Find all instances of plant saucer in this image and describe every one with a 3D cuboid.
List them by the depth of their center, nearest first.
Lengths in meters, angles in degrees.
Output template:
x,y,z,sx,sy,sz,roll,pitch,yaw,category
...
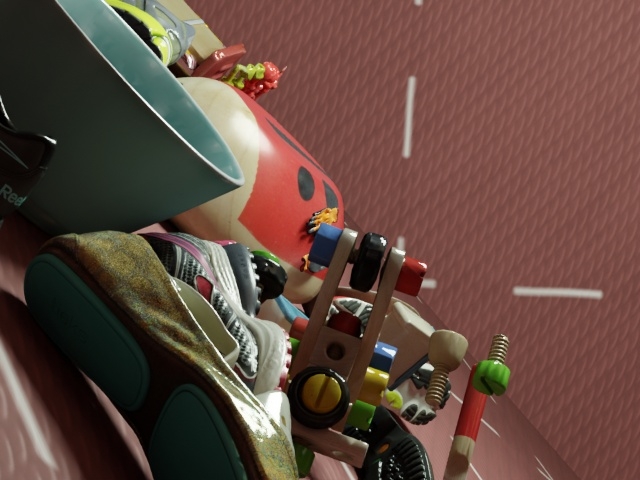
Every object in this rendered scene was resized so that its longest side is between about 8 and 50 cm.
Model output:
x,y,z,sx,sy,sz,roll,pitch,yaw,category
0.052,0.107,2.396,0.169,0.029,0.168,10,-20,4,plant saucer

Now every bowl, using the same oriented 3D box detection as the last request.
x,y,z,sx,sy,sz,roll,pitch,yaw,category
-0.232,-0.118,1.603,0.311,0.163,0.311,48,7,-8,bowl

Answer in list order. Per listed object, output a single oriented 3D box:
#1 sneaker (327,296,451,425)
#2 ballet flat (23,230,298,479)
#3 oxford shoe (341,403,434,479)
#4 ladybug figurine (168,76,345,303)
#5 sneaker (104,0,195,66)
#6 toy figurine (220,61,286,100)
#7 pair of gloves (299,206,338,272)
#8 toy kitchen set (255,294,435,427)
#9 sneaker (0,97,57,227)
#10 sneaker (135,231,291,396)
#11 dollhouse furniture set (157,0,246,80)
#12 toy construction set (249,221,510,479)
x,y,z,sx,sy,sz,roll,pitch,yaw,category
0.062,0.160,2.354,0.118,0.107,0.279,29,-13,46,sneaker
-0.091,0.117,1.296,0.348,0.123,0.123,49,6,29,ballet flat
0.096,0.264,1.923,0.096,0.083,0.227,51,6,-22,oxford shoe
-0.098,-0.074,2.233,0.305,0.162,0.449,52,7,29,ladybug figurine
-0.288,-0.294,2.189,0.300,0.111,0.121,36,30,17,sneaker
-0.086,-0.117,2.521,0.217,0.191,0.362,54,8,1,toy figurine
0.000,0.000,2.172,0.010,0.083,0.074,15,15,26,pair of gloves
0.045,0.119,2.036,0.122,0.166,0.207,44,8,-36,toy kitchen set
-0.315,-0.125,1.360,0.267,0.106,0.101,48,8,4,sneaker
-0.107,0.095,1.516,0.112,0.120,0.299,13,23,-23,sneaker
-0.282,-0.273,2.429,0.201,0.152,0.374,50,24,6,dollhouse furniture set
0.035,0.158,1.725,0.309,0.257,0.237,30,58,-20,toy construction set
